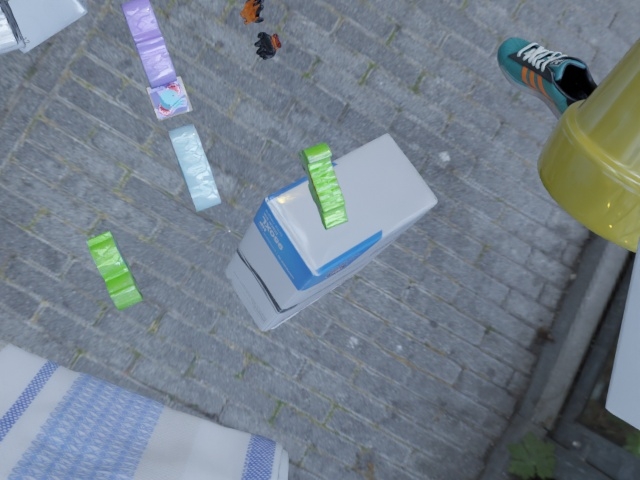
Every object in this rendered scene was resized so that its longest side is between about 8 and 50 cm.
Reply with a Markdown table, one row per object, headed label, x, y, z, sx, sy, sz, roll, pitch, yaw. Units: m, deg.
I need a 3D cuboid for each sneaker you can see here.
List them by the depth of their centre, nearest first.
| label | x | y | z | sx | sy | sz | roll | pitch | yaw |
| --- | --- | --- | --- | --- | --- | --- | --- | --- | --- |
| sneaker | 0.492 | -0.355 | 1.469 | 0.108 | 0.121 | 0.302 | -32 | 60 | -11 |

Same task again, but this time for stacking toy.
| label | x | y | z | sx | sy | sz | roll | pitch | yaw |
| --- | --- | --- | --- | --- | --- | --- | --- | --- | --- |
| stacking toy | -0.089 | -0.080 | 0.425 | 0.167 | 0.052 | 0.221 | -23 | 106 | -10 |

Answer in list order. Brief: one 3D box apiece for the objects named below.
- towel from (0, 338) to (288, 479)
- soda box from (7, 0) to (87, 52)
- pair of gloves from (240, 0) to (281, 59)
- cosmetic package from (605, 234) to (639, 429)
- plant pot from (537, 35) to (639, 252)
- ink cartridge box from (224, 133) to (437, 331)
| label | x | y | z | sx | sy | sz | roll | pitch | yaw |
| --- | --- | --- | --- | --- | --- | --- | --- | --- | --- |
| towel | -0.143 | 0.101 | 0.306 | 0.285 | 0.209 | 0.034 | 24 | 104 | -7 |
| soda box | -0.290 | -0.268 | 0.571 | 0.074 | 0.069 | 0.216 | -29 | 134 | 7 |
| pair of gloves | -0.081 | -0.288 | 0.946 | 0.010 | 0.074 | 0.083 | -26 | 99 | -23 |
| cosmetic package | 0.328 | -0.073 | 0.459 | 0.284 | 0.097 | 0.377 | -25 | 127 | -31 |
| plant pot | 0.429 | -0.141 | 0.838 | 0.254 | 0.254 | 0.239 | 12 | 127 | -7 |
| ink cartridge box | 0.000 | 0.000 | 1.349 | 0.285 | 0.395 | 0.166 | -30 | 81 | -26 |
